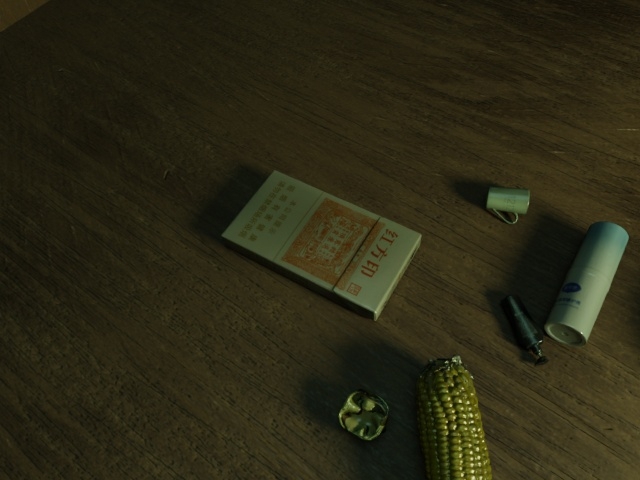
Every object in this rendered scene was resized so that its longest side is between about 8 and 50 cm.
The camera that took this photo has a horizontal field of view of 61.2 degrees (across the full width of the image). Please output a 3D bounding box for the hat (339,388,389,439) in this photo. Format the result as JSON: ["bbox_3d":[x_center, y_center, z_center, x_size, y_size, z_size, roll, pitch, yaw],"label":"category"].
[{"bbox_3d":[0.078,0.299,0.926,0.077,0.059,0.076,26,79,25],"label":"hat"}]

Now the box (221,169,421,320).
[{"bbox_3d":[0.000,0.000,1.123,0.366,0.051,0.204,25,63,19],"label":"box"}]

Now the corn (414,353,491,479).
[{"bbox_3d":[0.213,0.338,0.861,0.115,0.115,0.317,-4,58,2],"label":"corn"}]

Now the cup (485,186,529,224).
[{"bbox_3d":[0.395,-0.077,1.152,0.084,0.074,0.054,8,22,13],"label":"cup"}]

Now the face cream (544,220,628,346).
[{"bbox_3d":[0.504,0.077,1.021,0.077,0.077,0.250,27,63,19],"label":"face cream"}]

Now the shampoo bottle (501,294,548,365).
[{"bbox_3d":[0.381,0.165,1.004,0.048,0.027,0.137,-23,58,5],"label":"shampoo bottle"}]
